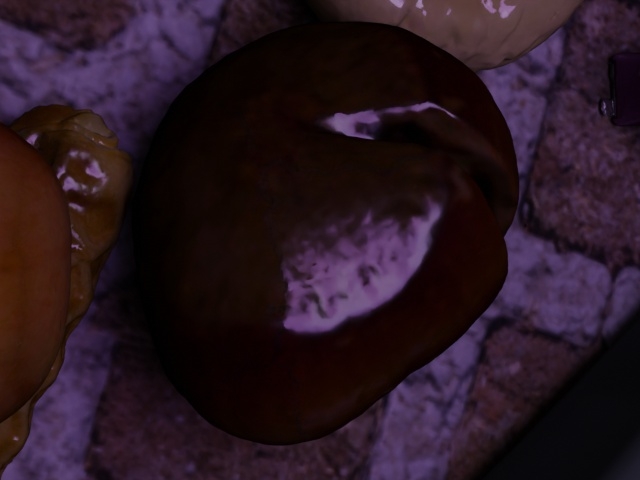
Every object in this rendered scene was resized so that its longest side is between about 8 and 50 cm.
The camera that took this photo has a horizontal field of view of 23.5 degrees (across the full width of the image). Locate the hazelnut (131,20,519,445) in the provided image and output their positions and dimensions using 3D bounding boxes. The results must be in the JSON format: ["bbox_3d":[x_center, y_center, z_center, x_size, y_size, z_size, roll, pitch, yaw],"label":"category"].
[{"bbox_3d":[0.000,0.000,0.882,0.217,0.217,0.252,39,59,-22],"label":"hazelnut"}]

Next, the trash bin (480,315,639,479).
[{"bbox_3d":[0.230,0.206,1.020,0.343,0.158,0.223,-43,109,-21],"label":"trash bin"}]

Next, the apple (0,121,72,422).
[{"bbox_3d":[-0.199,0.018,0.721,0.199,0.199,0.199,0,90,-27],"label":"apple"}]

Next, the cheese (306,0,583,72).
[{"bbox_3d":[0.071,-0.215,0.960,0.214,0.117,0.226,-11,96,-24],"label":"cheese"}]

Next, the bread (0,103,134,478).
[{"bbox_3d":[-0.202,0.092,0.839,0.368,0.084,0.077,-66,157,-14],"label":"bread"}]

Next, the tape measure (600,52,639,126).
[{"bbox_3d":[0.276,-0.108,1.066,0.125,0.118,0.074,-6,95,-31],"label":"tape measure"}]
